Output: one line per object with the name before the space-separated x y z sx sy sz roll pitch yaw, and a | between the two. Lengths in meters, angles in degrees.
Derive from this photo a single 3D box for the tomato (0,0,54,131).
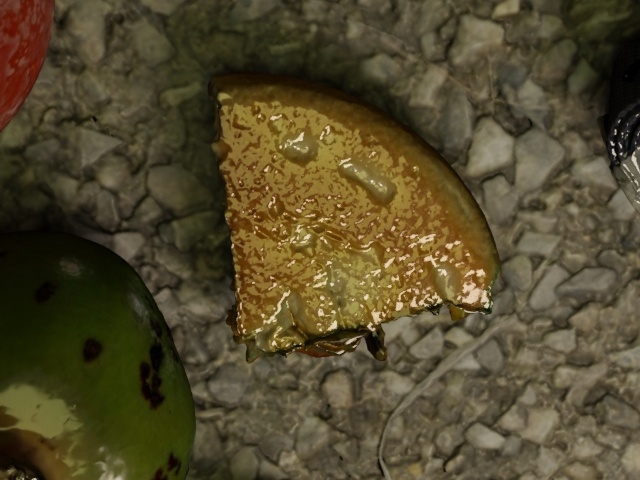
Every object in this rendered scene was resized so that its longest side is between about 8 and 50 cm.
tomato | -0.307 -0.171 0.989 0.270 0.227 0.270 7 123 11

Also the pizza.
pizza | 0.000 0.000 1.171 0.290 0.081 0.228 31 97 -16

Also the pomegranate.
pomegranate | -0.209 0.135 1.070 0.291 0.323 0.290 0 90 -23

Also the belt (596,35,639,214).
belt | 0.325 -0.069 1.173 0.230 0.126 0.140 38 129 -18
